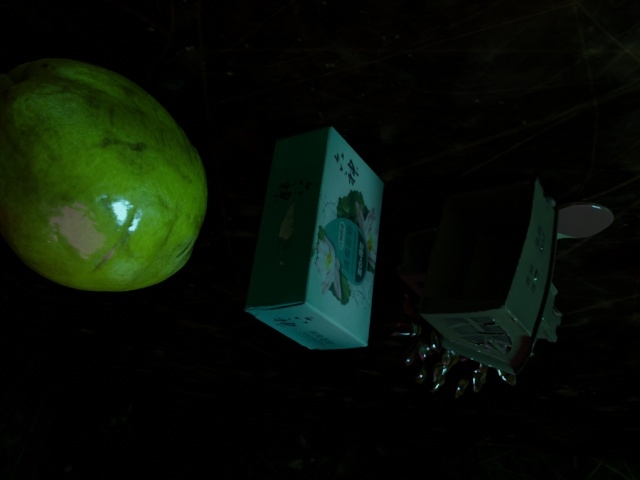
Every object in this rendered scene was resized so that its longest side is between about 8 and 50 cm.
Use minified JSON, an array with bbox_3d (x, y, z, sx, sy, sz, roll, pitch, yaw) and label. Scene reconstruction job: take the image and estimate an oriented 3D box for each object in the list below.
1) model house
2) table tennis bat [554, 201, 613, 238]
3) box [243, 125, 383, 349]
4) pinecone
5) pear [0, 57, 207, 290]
[{"bbox_3d":[0.246,0.072,0.975,0.204,0.211,0.243,-6,144,42],"label":"model house"},{"bbox_3d":[0.352,-0.018,0.997,0.087,0.013,0.156,13,154,-12],"label":"table tennis bat"},{"bbox_3d":[0.000,0.000,0.881,0.092,0.244,0.153,-8,151,32],"label":"box"},{"bbox_3d":[0.225,0.155,1.177,0.201,0.228,0.202,-28,-172,8],"label":"pinecone"},{"bbox_3d":[-0.271,-0.067,0.829,0.269,0.269,0.321,-4,140,27],"label":"pear"}]
